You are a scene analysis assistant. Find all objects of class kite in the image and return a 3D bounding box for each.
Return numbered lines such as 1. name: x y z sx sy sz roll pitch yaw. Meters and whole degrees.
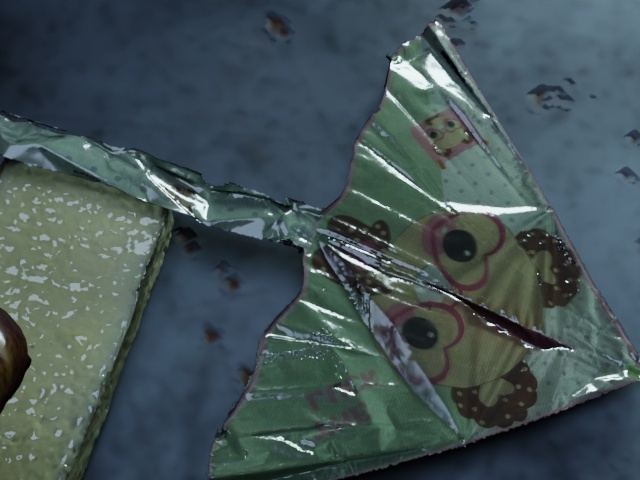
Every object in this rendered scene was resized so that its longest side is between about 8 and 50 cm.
1. kite: 0.000 -0.001 0.664 0.250 0.012 0.229 22 54 0

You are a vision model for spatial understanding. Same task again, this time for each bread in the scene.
1. bread: -0.104 0.043 0.645 0.068 0.028 0.153 15 63 6

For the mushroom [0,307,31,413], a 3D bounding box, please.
1. mushroom: -0.142 0.143 0.548 0.217 0.227 0.148 59 36 -11
